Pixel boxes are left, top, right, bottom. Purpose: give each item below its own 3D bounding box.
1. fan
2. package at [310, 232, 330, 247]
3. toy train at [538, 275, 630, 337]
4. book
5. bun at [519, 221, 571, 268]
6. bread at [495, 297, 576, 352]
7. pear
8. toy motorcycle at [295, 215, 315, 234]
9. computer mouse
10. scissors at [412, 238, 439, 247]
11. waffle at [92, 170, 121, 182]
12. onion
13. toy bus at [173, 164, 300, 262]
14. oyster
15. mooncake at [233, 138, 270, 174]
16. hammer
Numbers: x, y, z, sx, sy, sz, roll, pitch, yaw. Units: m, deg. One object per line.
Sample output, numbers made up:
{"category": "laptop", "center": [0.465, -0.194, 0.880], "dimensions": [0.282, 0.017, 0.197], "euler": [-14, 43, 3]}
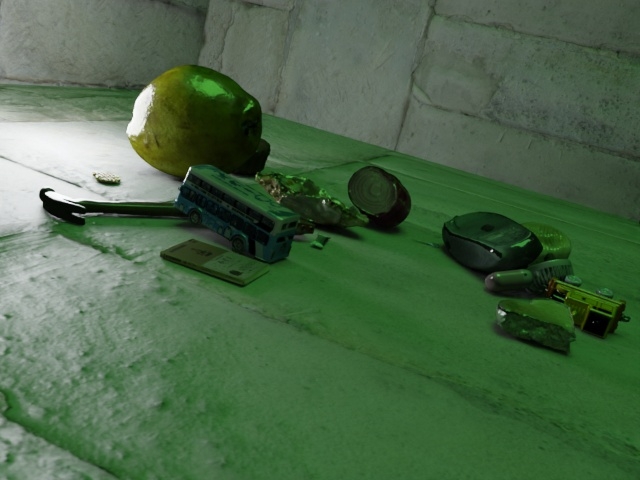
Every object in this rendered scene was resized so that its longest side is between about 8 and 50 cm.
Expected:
{"category": "fan", "center": [0.541, 0.096, 1.644], "dimensions": [0.244, 0.074, 0.130], "euler": [-3, -20, -18]}
{"category": "package", "center": [0.000, 0.000, 1.676], "dimensions": [0.037, 0.015, 0.110], "euler": [15, 15, 7]}
{"category": "toy train", "center": [0.635, 0.161, 1.539], "dimensions": [0.219, 0.089, 0.127], "euler": [22, 29, 22]}
{"category": "book", "center": [-0.222, 0.044, 1.358], "dimensions": [0.199, 0.016, 0.138], "euler": [18, 17, 14]}
{"category": "bun", "center": [0.654, 0.033, 1.907], "dimensions": [0.178, 0.128, 0.193], "euler": [15, 28, 4]}
{"category": "bread", "center": [0.490, 0.183, 1.388], "dimensions": [0.232, 0.064, 0.172], "euler": [0, 22, -34]}
{"category": "pear", "center": [-0.385, -0.361, 1.977], "dimensions": [0.413, 0.352, 0.352], "euler": [4, 16, 7]}
{"category": "toy motorcycle", "center": [-0.106, -0.042, 1.623], "dimensions": [0.212, 0.084, 0.118], "euler": [8, 9, -35]}
{"category": "computer mouse", "center": [0.481, 0.013, 1.803], "dimensions": [0.203, 0.114, 0.374], "euler": [-20, 20, -8]}
{"category": "scissors", "center": [0.320, 0.007, 1.922], "dimensions": [0.083, 0.006, 0.036], "euler": [14, 18, 1]}
{"category": "waffle", "center": [-0.598, -0.175, 1.773], "dimensions": [0.078, 0.016, 0.085], "euler": [7, 18, -19]}
{"category": "onion", "center": [0.191, -0.133, 2.001], "dimensions": [0.207, 0.200, 0.200], "euler": [9, 12, 33]}
{"category": "toy bus", "center": [-0.199, -0.064, 1.501], "dimensions": [0.297, 0.131, 0.106], "euler": [31, 21, 20]}
{"category": "oyster", "center": [-0.032, -0.104, 1.837], "dimensions": [0.341, 0.110, 0.166], "euler": [15, 22, -7]}
{"category": "mooncake", "center": [-0.297, -0.310, 2.271], "dimensions": [0.228, 0.124, 0.228], "euler": [15, 21, -6]}
{"category": "hammer", "center": [-0.439, -0.082, 1.547], "dimensions": [0.440, 0.044, 0.168], "euler": [0, 21, -38]}
